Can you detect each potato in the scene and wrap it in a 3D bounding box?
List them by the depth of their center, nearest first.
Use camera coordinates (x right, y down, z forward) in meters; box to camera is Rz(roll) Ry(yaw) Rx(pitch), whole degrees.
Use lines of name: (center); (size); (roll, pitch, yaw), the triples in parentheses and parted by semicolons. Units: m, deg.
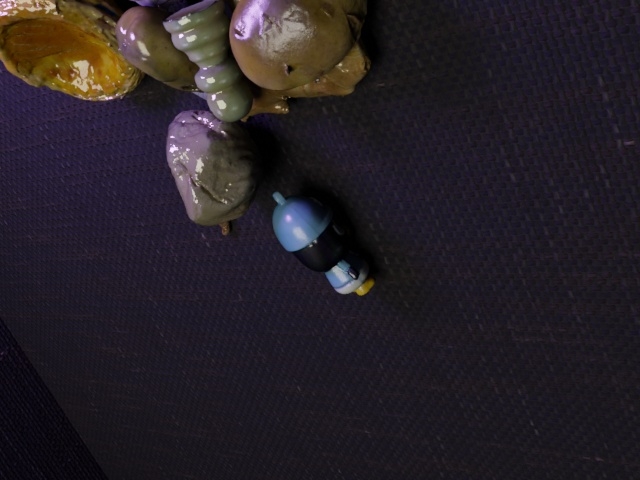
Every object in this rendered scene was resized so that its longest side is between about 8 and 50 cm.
potato: (-0.057, -0.411, 1.740); (0.299, 0.116, 0.239); (-32, 83, 22)
potato: (-0.317, -0.405, 2.018); (0.191, 0.141, 0.296); (39, -175, 29)

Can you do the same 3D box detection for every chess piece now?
chess piece: (-0.214, -0.354, 1.893); (0.133, 0.133, 0.243); (0, 121, 42)

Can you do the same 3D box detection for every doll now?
doll: (0.000, 0.000, 2.160); (0.314, 0.141, 0.177); (45, 174, -19)

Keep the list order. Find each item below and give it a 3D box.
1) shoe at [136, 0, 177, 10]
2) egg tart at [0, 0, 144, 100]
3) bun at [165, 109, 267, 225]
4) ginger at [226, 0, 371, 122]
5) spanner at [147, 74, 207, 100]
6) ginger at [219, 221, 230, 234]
shoe: (-0.301, -0.562, 1.953); (0.245, 0.137, 0.095); (-27, 67, 25)
egg tart: (-0.574, -0.470, 2.160); (0.387, 0.169, 0.388); (4, 154, 2)
bun: (-0.228, -0.168, 2.135); (0.204, 0.282, 0.282); (-17, 119, 6)
ginger: (-0.067, -0.353, 1.936); (0.363, 0.122, 0.348); (27, 141, 13)
spanner: (-0.302, -0.361, 2.198); (0.315, 0.024, 0.087); (30, 141, 15)
ginger: (-0.256, -0.054, 2.422); (0.048, 0.030, 0.097); (25, 136, 21)
